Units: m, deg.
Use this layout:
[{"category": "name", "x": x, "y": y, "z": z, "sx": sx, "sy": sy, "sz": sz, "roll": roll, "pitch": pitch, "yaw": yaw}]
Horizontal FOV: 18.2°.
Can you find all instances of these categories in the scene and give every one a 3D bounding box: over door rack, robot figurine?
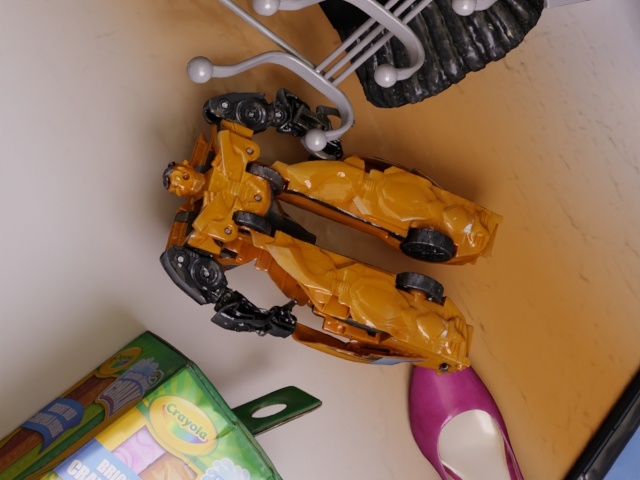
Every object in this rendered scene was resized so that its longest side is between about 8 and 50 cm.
[{"category": "over door rack", "x": -0.049, "y": -0.234, "z": 1.518, "sx": 0.324, "sy": 0.239, "sz": 0.108, "roll": 46, "pitch": 49, "yaw": -5}, {"category": "robot figurine", "x": 0.000, "y": 0.000, "z": 1.645, "sx": 0.291, "sy": 0.085, "sz": 0.211, "roll": 21, "pitch": 69, "yaw": -17}]

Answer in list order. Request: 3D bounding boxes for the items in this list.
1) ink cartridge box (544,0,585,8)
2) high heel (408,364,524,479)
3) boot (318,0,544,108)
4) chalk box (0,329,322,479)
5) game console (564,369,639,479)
[{"category": "ink cartridge box", "x": 0.223, "y": -0.220, "z": 1.725, "sx": 0.083, "sy": 0.048, "sz": 0.028, "roll": -12, "pitch": 98, "yaw": -16}, {"category": "high heel", "x": 0.143, "y": 0.206, "z": 1.702, "sx": 0.082, "sy": 0.117, "sz": 0.244, "roll": -16, "pitch": 99, "yaw": -14}, {"category": "boot", "x": 0.099, "y": -0.265, "z": 1.556, "sx": 0.131, "sy": 0.348, "sz": 0.260, "roll": -42, "pitch": 101, "yaw": -37}, {"category": "chalk box", "x": -0.133, "y": 0.195, "z": 1.591, "sx": 0.289, "sy": 0.180, "sz": 0.179, "roll": -38, "pitch": 104, "yaw": -11}, {"category": "game console", "x": 0.389, "y": 0.214, "z": 1.746, "sx": 0.250, "sy": 0.173, "sz": 0.293, "roll": 37, "pitch": 84, "yaw": -16}]
